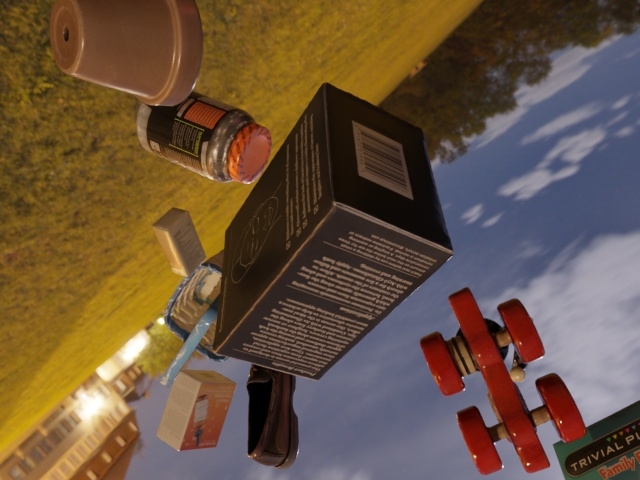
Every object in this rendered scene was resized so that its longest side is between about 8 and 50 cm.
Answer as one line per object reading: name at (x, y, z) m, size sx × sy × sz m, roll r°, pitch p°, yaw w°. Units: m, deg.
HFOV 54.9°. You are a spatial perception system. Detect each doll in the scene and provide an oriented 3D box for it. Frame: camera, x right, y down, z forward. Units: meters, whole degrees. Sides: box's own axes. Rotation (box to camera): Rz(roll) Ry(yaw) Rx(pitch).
doll at (0.492, 0.275, 1.510) m, size 0.189 × 0.046 × 0.129 m, roll -60°, pitch 156°, yaw -50°

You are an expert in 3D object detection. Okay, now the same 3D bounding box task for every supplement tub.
supplement tub at (-0.317, -0.288, 1.694) m, size 0.207 × 0.337 × 0.207 m, roll -51°, pitch 155°, yaw -34°

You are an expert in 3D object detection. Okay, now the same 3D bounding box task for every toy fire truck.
toy fire truck at (0.285, 0.224, 1.011) m, size 0.169 × 0.302 × 0.254 m, roll -25°, pitch 170°, yaw 7°

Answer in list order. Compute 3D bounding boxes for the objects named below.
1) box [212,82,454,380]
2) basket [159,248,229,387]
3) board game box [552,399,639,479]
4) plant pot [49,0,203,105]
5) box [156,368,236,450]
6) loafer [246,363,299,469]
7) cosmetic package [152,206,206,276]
box at (0.000, 0.000, 1.040) m, size 0.395 × 0.211 × 0.294 m, roll -49°, pitch -150°, yaw 38°
basket at (-0.237, 0.164, 1.360) m, size 0.255 × 0.201 × 0.289 m, roll -51°, pitch -179°, yaw 34°
board game box at (0.521, 0.409, 0.915) m, size 0.253 × 0.079 × 0.336 m, roll -40°, pitch -150°, yaw 26°
plant pot at (-0.399, -0.405, 1.231) m, size 0.229 × 0.263 × 0.263 m, roll -9°, pitch 160°, yaw -43°
box at (-0.302, 0.412, 1.509) m, size 0.130 × 0.091 × 0.171 m, roll 19°, pitch 88°, yaw -54°
loafer at (-0.111, 0.319, 1.286) m, size 0.109 × 0.095 × 0.303 m, roll -45°, pitch -141°, yaw 34°
cosmetic package at (-0.253, 0.004, 1.114) m, size 0.041 × 0.115 × 0.060 m, roll 15°, pitch -134°, yaw 29°
